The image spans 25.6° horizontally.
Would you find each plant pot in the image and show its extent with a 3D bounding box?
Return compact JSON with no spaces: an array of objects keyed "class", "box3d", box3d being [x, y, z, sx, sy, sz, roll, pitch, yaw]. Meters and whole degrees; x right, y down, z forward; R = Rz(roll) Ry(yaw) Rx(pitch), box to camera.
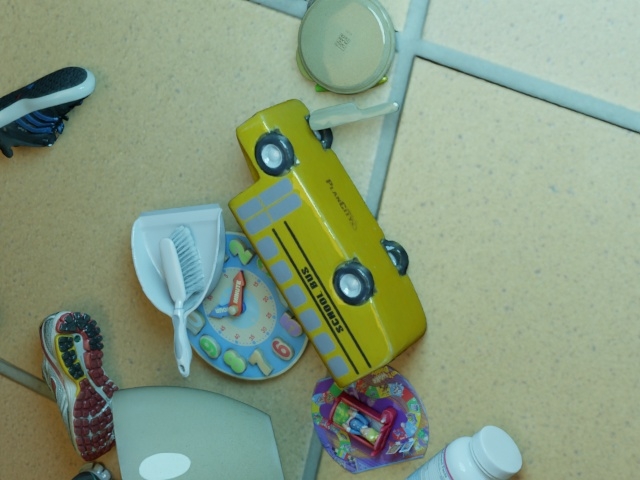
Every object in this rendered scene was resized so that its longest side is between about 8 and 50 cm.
[{"class":"plant pot","box3d":[-0.143,0.310,1.817,0.190,0.284,0.284,-13,101,-3]}]

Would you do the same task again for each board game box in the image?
[{"class":"board game box","box3d":[0.054,0.232,1.792,0.168,0.033,0.133,-19,96,32]}]

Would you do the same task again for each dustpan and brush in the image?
[{"class":"dustpan and brush","box3d":[-0.179,0.067,1.810,0.147,0.060,0.211,-5,100,34]}]

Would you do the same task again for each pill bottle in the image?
[{"class":"pill bottle","box3d":[0.167,0.294,1.715,0.087,0.087,0.160,50,122,7]}]

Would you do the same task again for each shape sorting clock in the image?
[{"class":"shape sorting clock","box3d":[-0.105,0.086,1.832,0.206,0.040,0.206,10,110,27]}]

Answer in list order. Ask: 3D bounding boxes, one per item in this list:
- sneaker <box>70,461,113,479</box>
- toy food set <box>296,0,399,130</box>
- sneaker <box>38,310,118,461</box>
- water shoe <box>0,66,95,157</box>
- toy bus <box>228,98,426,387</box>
[{"class":"sneaker","box3d":[-0.306,0.399,2.025,0.166,0.076,0.065,42,122,12]},{"class":"toy food set","box3d":[0.029,-0.234,1.660,0.132,0.038,0.192,-8,96,24]},{"class":"sneaker","box3d":[-0.340,0.202,1.990,0.092,0.088,0.225,7,110,50]},{"class":"water shoe","box3d":[-0.367,-0.172,1.895,0.203,0.073,0.080,-15,124,32]},{"class":"toy bus","box3d":[0.000,0.000,1.705,0.130,0.108,0.333,-32,89,35]}]
